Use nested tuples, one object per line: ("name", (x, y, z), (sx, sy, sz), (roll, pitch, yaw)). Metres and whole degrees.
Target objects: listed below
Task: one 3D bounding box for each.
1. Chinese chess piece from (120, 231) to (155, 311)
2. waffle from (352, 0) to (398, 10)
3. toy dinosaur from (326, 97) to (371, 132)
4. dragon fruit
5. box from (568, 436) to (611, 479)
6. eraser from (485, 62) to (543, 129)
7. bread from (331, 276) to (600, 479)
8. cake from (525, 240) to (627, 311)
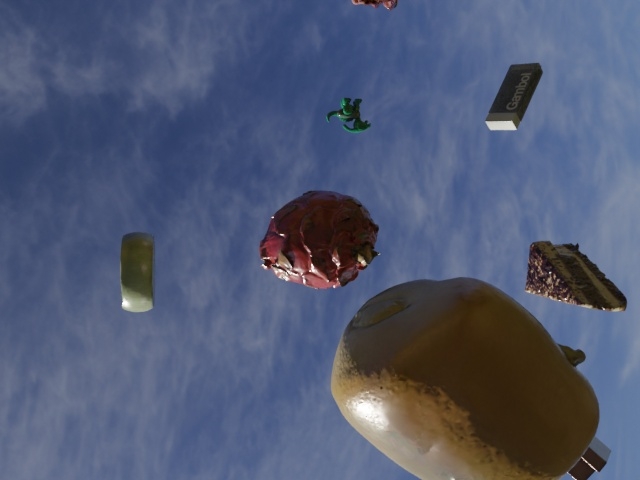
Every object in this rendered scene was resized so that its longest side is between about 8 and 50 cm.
("Chinese chess piece", (-0.328, 0.056, 1.007), (0.058, 0.144, 0.144), (-1, -91, -15))
("waffle", (0.144, -0.534, 1.104), (0.234, 0.221, 0.056), (-5, -102, -42))
("toy dinosaur", (0.083, -0.365, 1.644), (0.132, 0.059, 0.096), (-1, -89, -5))
("dragon fruit", (0.000, 0.000, 1.539), (0.277, 0.342, 0.278), (-22, -64, -57))
("box", (0.634, 0.512, 1.455), (0.086, 0.215, 0.215), (-53, -30, 11))
("eraser", (0.556, -0.414, 1.611), (0.046, 0.091, 0.213), (41, -110, -41))
("bread", (0.202, 0.240, 0.892), (0.376, 0.347, 0.253), (47, -132, -19))
("cake", (0.530, 0.115, 1.185), (0.112, 0.246, 0.135), (0, -59, -7))
